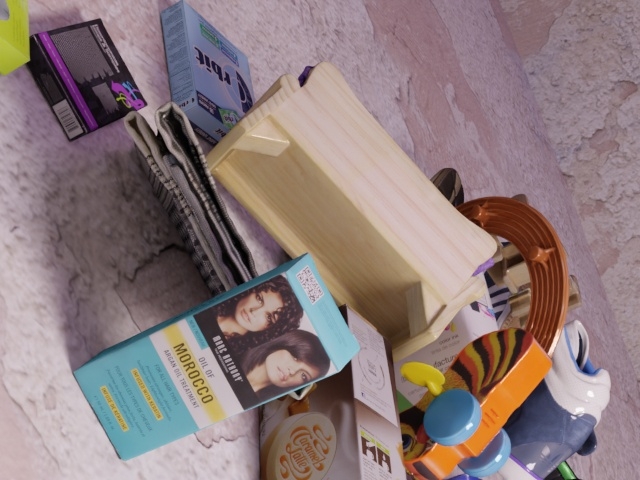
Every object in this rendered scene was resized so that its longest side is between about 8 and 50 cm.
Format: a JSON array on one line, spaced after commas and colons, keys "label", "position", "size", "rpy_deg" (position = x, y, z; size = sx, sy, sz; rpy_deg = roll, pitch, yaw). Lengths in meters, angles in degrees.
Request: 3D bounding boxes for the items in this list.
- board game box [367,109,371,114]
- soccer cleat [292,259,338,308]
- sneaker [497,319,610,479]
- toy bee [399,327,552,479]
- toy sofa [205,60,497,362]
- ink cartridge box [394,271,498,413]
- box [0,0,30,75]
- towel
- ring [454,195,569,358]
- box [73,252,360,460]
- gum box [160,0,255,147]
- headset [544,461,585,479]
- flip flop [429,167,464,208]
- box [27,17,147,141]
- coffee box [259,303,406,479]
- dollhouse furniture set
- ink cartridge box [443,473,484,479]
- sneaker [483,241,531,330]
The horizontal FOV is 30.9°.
[{"label": "board game box", "position": [0.066, -0.177, 2.025], "size": [0.126, 0.026, 0.186], "rpy_deg": [38, 34, -50]}, {"label": "soccer cleat", "position": [-0.001, 0.000, 1.631], "size": [0.289, 0.094, 0.121], "rpy_deg": [-93, 180, -53]}, {"label": "sneaker", "position": [0.286, 0.198, 1.687], "size": [0.130, 0.236, 0.323], "rpy_deg": [38, 3, -34]}, {"label": "toy bee", "position": [0.135, 0.219, 1.383], "size": [0.298, 0.162, 0.195], "rpy_deg": [-35, 120, -29]}, {"label": "toy sofa", "position": [0.034, -0.031, 1.439], "size": [0.362, 0.150, 0.177], "rpy_deg": [47, 52, -4]}, {"label": "ink cartridge box", "position": [0.131, 0.125, 1.602], "size": [0.117, 0.201, 0.278], "rpy_deg": [34, 36, -47]}, {"label": "box", "position": [-0.356, -0.249, 1.113], "size": [0.178, 0.042, 0.109], "rpy_deg": [38, 33, -50]}, {"label": "towel", "position": [-0.115, 0.015, 1.201], "size": [0.312, 0.056, 0.324], "rpy_deg": [65, -10, -3]}, {"label": "ring", "position": [0.213, 0.093, 1.667], "size": [0.032, 0.337, 0.336], "rpy_deg": [19, 46, -37]}, {"label": "box", "position": [-0.096, 0.108, 1.038], "size": [0.100, 0.244, 0.060], "rpy_deg": [62, 25, -5]}, {"label": "gum box", "position": [-0.144, -0.209, 1.557], "size": [0.157, 0.041, 0.184], "rpy_deg": [37, 35, -50]}, {"label": "headset", "position": [0.443, 0.514, 2.040], "size": [0.394, 0.185, 0.243], "rpy_deg": [58, 10, 28]}, {"label": "flip flop", "position": [0.169, -0.053, 2.039], "size": [0.277, 0.080, 0.112], "rpy_deg": [-41, 123, -51]}, {"label": "box", "position": [-0.259, -0.181, 1.279], "size": [0.116, 0.029, 0.162], "rpy_deg": [62, 23, -8]}, {"label": "coffee box", "position": [0.011, 0.215, 1.308], "size": [0.098, 0.141, 0.246], "rpy_deg": [41, 32, -36]}, {"label": "dollhouse furniture set", "position": [0.315, 0.037, 2.068], "size": [0.212, 0.242, 0.161], "rpy_deg": [53, 24, -29]}, {"label": "ink cartridge box", "position": [0.214, 0.466, 1.502], "size": [0.395, 0.151, 0.270], "rpy_deg": [29, 40, -53]}, {"label": "sneaker", "position": [0.319, 0.126, 2.208], "size": [0.099, 0.153, 0.282], "rpy_deg": [44, 59, -47]}]
